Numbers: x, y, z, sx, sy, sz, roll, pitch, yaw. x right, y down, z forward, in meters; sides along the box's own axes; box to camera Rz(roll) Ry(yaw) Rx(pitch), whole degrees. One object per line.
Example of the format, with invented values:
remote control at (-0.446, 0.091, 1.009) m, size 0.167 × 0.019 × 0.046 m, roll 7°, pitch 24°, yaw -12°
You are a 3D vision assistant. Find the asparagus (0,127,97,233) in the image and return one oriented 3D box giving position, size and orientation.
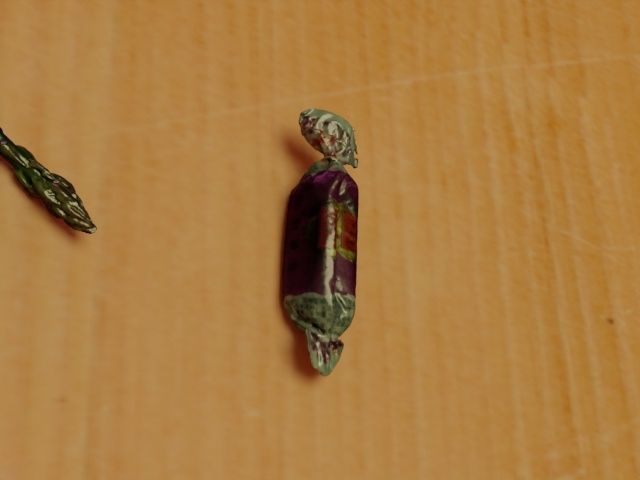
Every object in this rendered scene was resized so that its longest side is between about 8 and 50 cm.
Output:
asparagus at (-0.208, -0.083, 0.531) m, size 0.233 × 0.022 × 0.023 m, roll 42°, pitch 23°, yaw -11°

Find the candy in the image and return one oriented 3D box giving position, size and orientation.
candy at (0.000, 0.000, 0.632) m, size 0.045 × 0.043 × 0.174 m, roll 16°, pitch 65°, yaw -31°
